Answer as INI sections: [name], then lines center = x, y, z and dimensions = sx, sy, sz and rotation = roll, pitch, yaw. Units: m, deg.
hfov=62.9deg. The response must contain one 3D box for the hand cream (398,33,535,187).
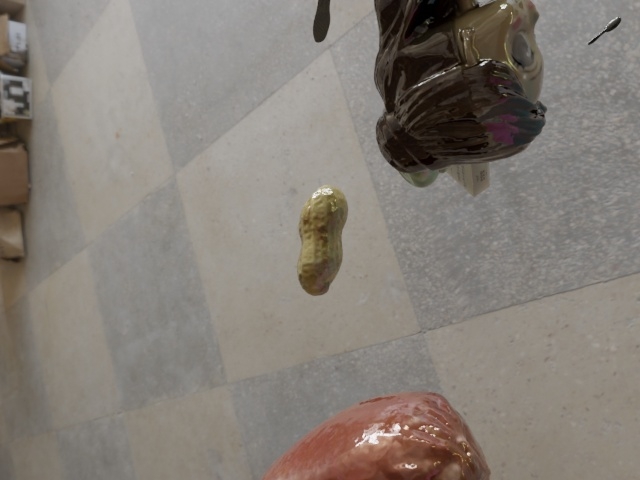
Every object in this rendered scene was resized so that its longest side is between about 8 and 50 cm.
[hand cream]
center = 0.264, -0.215, 0.920
dimensions = 0.306, 0.147, 0.093
rotation = -39, 55, 1

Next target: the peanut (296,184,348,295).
[peanut]
center = 0.000, 0.000, 1.360
dimensions = 0.130, 0.130, 0.290
rotation = 4, 88, 43

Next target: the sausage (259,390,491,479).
[sausage]
center = 0.028, 0.222, 0.436
dimensions = 0.254, 0.148, 0.148
rotation = -41, 66, 16

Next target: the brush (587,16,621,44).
[brush]
center = 0.663, -0.488, 1.221
dimensions = 0.083, 0.008, 0.024
rotation = -41, 56, 44

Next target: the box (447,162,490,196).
[box]
center = 0.399, -0.267, 1.574
dimensions = 0.071, 0.168, 0.259
rotation = -33, 55, -3

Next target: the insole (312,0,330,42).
[insole]
center = 0.006, -0.443, 1.019
dimensions = 0.002, 0.045, 0.135
rotation = 48, 153, 22

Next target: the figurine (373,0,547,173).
[figurine]
center = 0.078, -0.200, 0.334
dimensions = 0.168, 0.187, 0.315
rotation = -22, 109, 4
